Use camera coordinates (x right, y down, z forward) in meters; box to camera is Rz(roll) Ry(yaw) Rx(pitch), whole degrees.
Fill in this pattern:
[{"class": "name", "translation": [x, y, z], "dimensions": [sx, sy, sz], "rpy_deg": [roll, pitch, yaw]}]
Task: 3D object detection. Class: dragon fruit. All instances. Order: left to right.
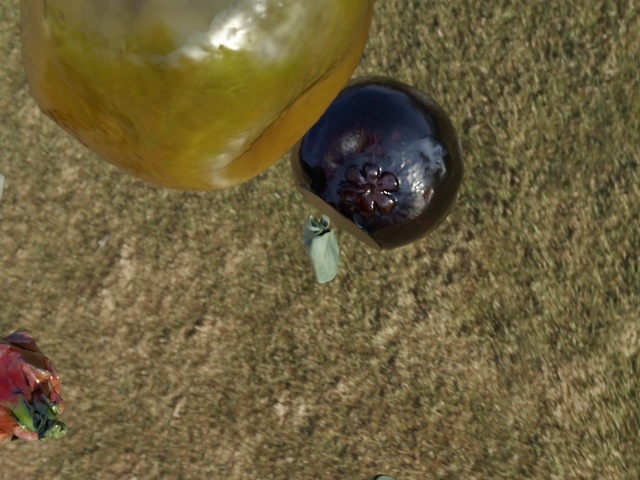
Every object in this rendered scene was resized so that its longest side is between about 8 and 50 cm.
[{"class": "dragon fruit", "translation": [-0.407, 0.208, 1.168], "dimensions": [0.137, 0.135, 0.236], "rpy_deg": [-33, 39, -10]}]

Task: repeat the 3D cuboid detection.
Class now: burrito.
[{"class": "burrito", "translation": [0.000, 0.003, 1.218], "dimensions": [0.044, 0.118, 0.074], "rpy_deg": [-2, 57, 13]}]

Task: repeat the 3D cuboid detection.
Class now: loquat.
[{"class": "loquat", "translation": [-0.102, -0.178, 0.673], "dimensions": [0.275, 0.284, 0.276], "rpy_deg": [0, 85, 1]}]

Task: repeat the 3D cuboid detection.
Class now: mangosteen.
[{"class": "mangosteen", "translation": [0.085, -0.121, 1.373], "dimensions": [0.287, 0.287, 0.233], "rpy_deg": [29, 88, 29]}]

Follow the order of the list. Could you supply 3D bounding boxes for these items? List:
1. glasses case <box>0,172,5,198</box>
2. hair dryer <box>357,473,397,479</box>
[{"class": "glasses case", "translation": [-0.388, 0.012, 0.910], "dimensions": [0.081, 0.051, 0.204], "rpy_deg": [-6, 54, 59]}, {"class": "hair dryer", "translation": [0.016, 0.400, 0.971], "dimensions": [0.195, 0.078, 0.248], "rpy_deg": [-26, 61, 33]}]
